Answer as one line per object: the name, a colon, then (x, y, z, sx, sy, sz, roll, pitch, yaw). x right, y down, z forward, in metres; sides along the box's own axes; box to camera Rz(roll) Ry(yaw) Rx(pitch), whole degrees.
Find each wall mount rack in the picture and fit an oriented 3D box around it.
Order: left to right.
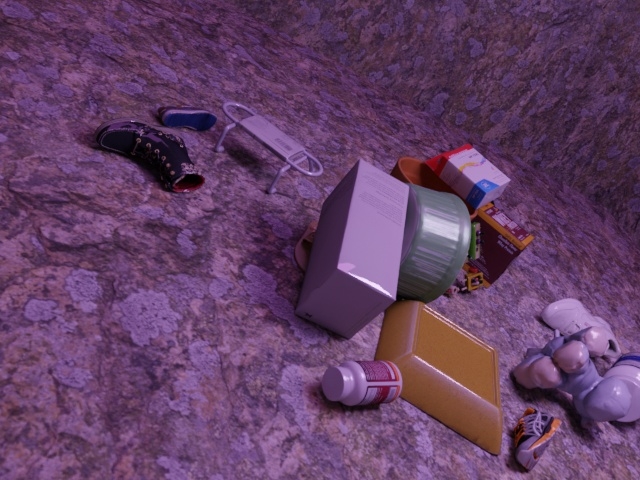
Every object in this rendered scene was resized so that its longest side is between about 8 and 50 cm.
wall mount rack: (-0.140, -0.268, 1.834, 0.350, 0.130, 0.304, 39, 31, 9)

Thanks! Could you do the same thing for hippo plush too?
hippo plush: (0.657, 0.379, 1.622, 0.236, 0.234, 0.294, 58, -11, 8)

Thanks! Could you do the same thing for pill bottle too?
pill bottle: (0.081, 0.278, 1.223, 0.152, 0.086, 0.086, 10, 36, -39)
pill bottle: (0.899, 0.423, 1.805, 0.153, 0.153, 0.265, 47, 31, 24)

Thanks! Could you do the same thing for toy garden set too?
toy garden set: (0.406, 0.070, 1.813, 0.049, 0.203, 0.244, 10, 19, 44)

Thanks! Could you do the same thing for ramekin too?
ramekin: (0.226, 0.000, 1.594, 0.148, 0.303, 0.303, 19, 31, -25)

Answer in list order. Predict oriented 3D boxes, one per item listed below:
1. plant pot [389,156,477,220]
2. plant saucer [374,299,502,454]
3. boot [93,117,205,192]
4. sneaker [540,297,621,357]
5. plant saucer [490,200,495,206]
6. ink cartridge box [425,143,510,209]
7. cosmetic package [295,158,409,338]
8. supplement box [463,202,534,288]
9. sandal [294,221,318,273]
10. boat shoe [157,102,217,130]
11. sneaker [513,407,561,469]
plant pot: (0.309, -0.093, 1.940, 0.291, 0.203, 0.291, 26, 28, -15)
plant saucer: (0.297, 0.284, 1.457, 0.333, 0.081, 0.333, 32, 27, -3)
boot: (-0.397, -0.200, 1.479, 0.236, 0.085, 0.178, 1, 44, -48)
sneaker: (0.850, 0.285, 2.011, 0.305, 0.114, 0.152, 23, 28, -20)
plant saucer: (0.450, -0.171, 2.154, 0.318, 0.317, 0.043, 29, 69, -10)
ink cartridge box: (0.456, -0.216, 1.949, 0.134, 0.078, 0.231, -26, 62, -35)
cosmetic package: (0.078, 0.013, 1.434, 0.155, 0.197, 0.365, 27, 46, -15)
supplement box: (0.548, 0.013, 2.037, 0.191, 0.194, 0.129, 42, 29, 16)
sandal: (-0.006, -0.003, 1.589, 0.088, 0.079, 0.240, 29, 28, -10)
boat shoe: (-0.377, -0.360, 1.776, 0.183, 0.066, 0.066, -4, 44, -50)
sneaker: (0.472, 0.442, 1.405, 0.083, 0.084, 0.215, 32, 21, 26)
